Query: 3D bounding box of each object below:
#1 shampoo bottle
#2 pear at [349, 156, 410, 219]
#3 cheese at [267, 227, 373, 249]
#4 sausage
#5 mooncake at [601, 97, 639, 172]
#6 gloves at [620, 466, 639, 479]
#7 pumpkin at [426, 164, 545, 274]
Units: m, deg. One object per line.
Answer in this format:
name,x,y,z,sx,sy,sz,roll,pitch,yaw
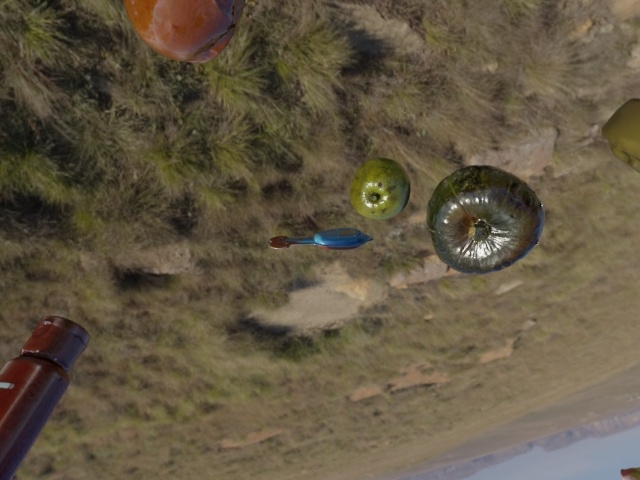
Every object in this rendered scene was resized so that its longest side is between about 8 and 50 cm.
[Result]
shampoo bottle,-0.396,0.238,0.588,0.118,0.314,0.076,-15,130,33
pear,0.099,-0.085,0.812,0.107,0.107,0.131,-33,179,27
cheese,0.000,0.000,1.170,0.257,0.106,0.037,-4,109,-1
sausage,-0.119,-0.299,0.463,0.133,0.133,0.258,1,127,-32
mooncake,0.663,-0.184,0.948,0.235,0.234,0.117,7,124,-39
gloves,0.366,0.251,0.422,0.241,0.126,0.145,-48,162,-50
pumpkin,0.359,-0.042,1.088,0.260,0.260,0.189,-32,-171,26
